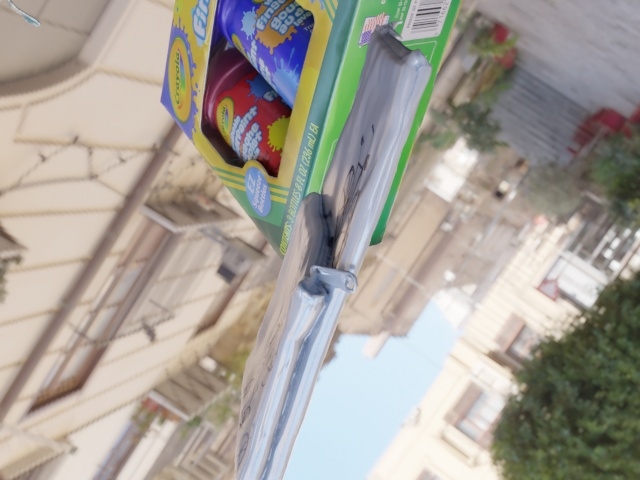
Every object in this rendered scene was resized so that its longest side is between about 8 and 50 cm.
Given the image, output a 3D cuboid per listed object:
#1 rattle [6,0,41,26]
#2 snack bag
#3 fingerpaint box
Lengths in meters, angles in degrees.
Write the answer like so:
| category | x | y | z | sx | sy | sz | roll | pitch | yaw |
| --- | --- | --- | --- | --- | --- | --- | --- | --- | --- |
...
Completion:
| category | x | y | z | sx | sy | sz | roll | pitch | yaw |
| --- | --- | --- | --- | --- | --- | --- | --- | --- | --- |
| rattle | -0.336 | -0.257 | 0.955 | 0.199 | 0.143 | 0.130 | 132 | 118 | -82 |
| snack bag | 0.000 | 0.000 | 0.806 | 0.037 | 0.342 | 0.323 | 19 | -166 | -5 |
| fingerpaint box | -0.031 | -0.259 | 1.321 | 0.163 | 0.444 | 0.371 | -14 | -131 | -32 |
